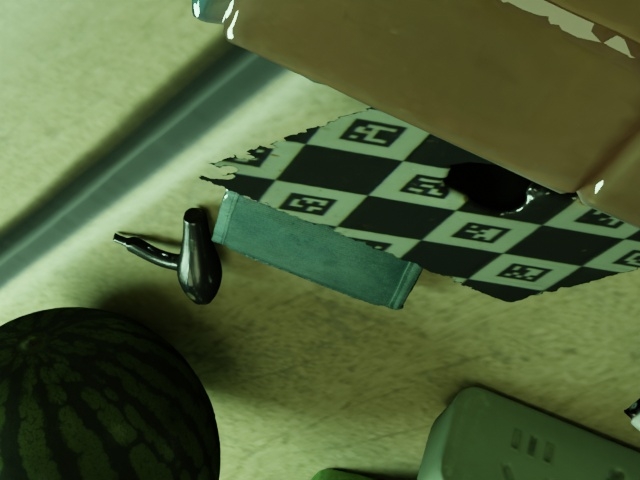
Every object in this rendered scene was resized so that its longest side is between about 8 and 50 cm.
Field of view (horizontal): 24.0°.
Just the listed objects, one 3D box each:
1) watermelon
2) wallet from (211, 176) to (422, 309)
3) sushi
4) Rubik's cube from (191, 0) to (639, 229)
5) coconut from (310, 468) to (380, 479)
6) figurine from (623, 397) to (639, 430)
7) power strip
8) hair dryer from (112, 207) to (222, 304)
[{"bbox_3d":[-0.175,0.149,1.074,0.212,0.212,0.212,14,148,9],"label":"watermelon"},{"bbox_3d":[0.000,0.000,0.917,0.129,0.026,0.088,20,152,-1],"label":"wallet"},{"bbox_3d":[0.123,-0.051,0.754,0.264,0.050,0.290,21,153,-40],"label":"sushi"},{"bbox_3d":[0.121,-0.157,0.426,0.221,0.231,0.225,24,146,-7],"label":"Rubik's cube"},{"bbox_3d":[0.032,0.293,1.188,0.204,0.236,0.236,-1,165,-39],"label":"coconut"},{"bbox_3d":[0.279,0.170,0.895,0.229,0.137,0.112,46,164,16],"label":"figurine"},{"bbox_3d":[0.254,0.212,1.037,0.385,0.091,0.062,22,145,-3],"label":"power strip"},{"bbox_3d":[-0.104,0.003,0.986,0.083,0.031,0.079,18,138,19],"label":"hair dryer"}]
